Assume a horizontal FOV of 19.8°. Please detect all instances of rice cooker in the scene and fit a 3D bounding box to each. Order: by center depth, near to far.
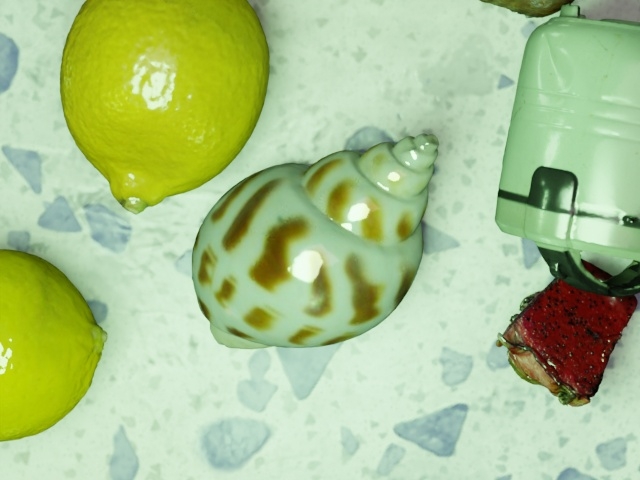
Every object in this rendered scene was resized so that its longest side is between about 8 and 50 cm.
[{"bbox_3d":[0.265,-0.073,1.587,0.226,0.226,0.244,7,93,4],"label":"rice cooker"}]

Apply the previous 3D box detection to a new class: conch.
[{"bbox_3d":[0.000,0.000,1.639,0.275,0.149,0.183,-39,86,4],"label":"conch"}]

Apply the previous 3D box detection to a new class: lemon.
[{"bbox_3d":[-0.139,-0.145,1.627,0.187,0.187,0.244,13,99,4],"label":"lemon"},{"bbox_3d":[-0.293,0.094,1.657,0.203,0.178,0.178,-6,93,6],"label":"lemon"}]

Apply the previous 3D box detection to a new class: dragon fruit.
[{"bbox_3d":[0.210,0.092,1.658,0.102,0.096,0.147,46,53,-3],"label":"dragon fruit"}]

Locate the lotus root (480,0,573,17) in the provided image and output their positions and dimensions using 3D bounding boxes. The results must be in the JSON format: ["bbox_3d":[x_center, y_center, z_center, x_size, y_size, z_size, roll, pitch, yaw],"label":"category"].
[{"bbox_3d":[0.188,-0.265,1.650,0.122,0.081,0.112,17,87,3],"label":"lotus root"}]
